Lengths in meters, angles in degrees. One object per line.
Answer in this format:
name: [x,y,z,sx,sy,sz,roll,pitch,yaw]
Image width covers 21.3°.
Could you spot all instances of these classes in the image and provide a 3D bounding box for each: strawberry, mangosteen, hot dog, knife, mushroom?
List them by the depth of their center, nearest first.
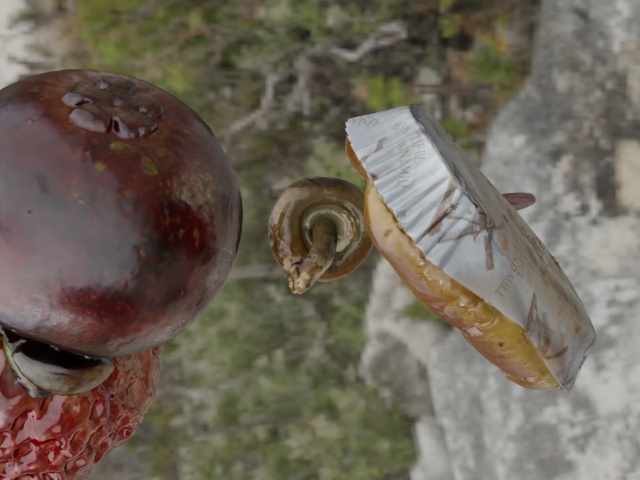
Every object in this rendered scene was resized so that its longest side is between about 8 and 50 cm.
hot dog: [0.098,0.012,1.090,0.075,0.268,0.144,-31,43,12]
mangosteen: [-0.170,0.006,1.198,0.215,0.215,0.257,48,134,31]
mushroom: [-0.009,0.001,1.371,0.073,0.129,0.088,-8,116,32]
strawberry: [-0.265,0.121,1.416,0.292,0.292,0.309,-4,107,44]
knife: [0.134,-0.026,1.750,0.035,0.247,0.018,-49,62,44]
